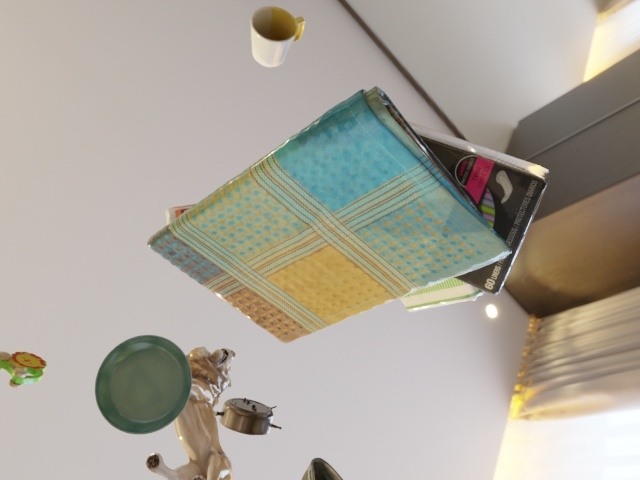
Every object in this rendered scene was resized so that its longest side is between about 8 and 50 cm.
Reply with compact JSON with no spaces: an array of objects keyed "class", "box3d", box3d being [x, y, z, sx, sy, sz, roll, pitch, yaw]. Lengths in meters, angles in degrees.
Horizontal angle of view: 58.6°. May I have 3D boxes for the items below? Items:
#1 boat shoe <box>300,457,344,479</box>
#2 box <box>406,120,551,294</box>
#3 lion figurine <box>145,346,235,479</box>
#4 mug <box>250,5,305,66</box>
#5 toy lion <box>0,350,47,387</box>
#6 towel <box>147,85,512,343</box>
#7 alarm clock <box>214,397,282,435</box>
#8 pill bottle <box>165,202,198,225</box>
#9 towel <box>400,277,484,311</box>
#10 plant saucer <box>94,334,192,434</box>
[{"class":"boat shoe","box3d":[0.030,0.623,1.329,0.121,0.335,0.119,8,-84,-28]},{"class":"box","box3d":[0.160,-0.063,0.804,0.270,0.165,0.143,23,-160,19]},{"class":"lion figurine","box3d":[-0.247,0.387,1.161,0.240,0.142,0.392,57,-162,-55]},{"class":"mug","box3d":[-0.059,-0.269,0.770,0.078,0.064,0.062,0,-115,-14]},{"class":"toy lion","box3d":[-0.582,0.250,1.124,0.096,0.100,0.034,19,-82,-59]},{"class":"towel","box3d":[0.000,0.000,0.701,0.271,0.370,0.040,42,-142,-29]},{"class":"alarm clock","box3d":[-0.198,0.430,1.406,0.192,0.129,0.064,12,-91,-28]},{"class":"pill bottle","box3d":[-0.141,-0.016,0.826,0.152,0.086,0.086,-10,-106,-15]},{"class":"towel","box3d":[0.218,0.016,1.351,0.038,0.248,0.325,-37,-80,-36]},{"class":"plant saucer","box3d":[-0.217,0.178,0.708,0.119,0.021,0.119,0,-108,-1]}]
